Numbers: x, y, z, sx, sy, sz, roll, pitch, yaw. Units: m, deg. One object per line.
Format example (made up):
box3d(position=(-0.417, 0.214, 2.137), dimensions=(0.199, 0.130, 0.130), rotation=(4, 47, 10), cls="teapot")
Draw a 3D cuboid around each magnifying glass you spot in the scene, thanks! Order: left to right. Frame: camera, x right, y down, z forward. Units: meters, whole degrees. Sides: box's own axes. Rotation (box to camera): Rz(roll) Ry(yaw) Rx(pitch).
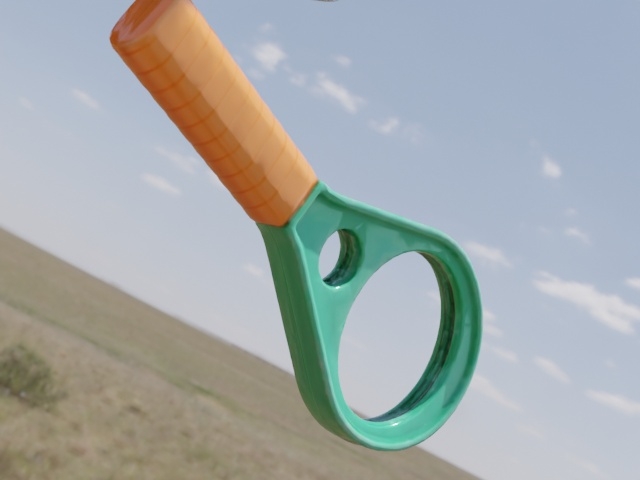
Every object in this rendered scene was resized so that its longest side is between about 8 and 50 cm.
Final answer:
box3d(position=(0.000, 0.000, 0.426), dimensions=(0.026, 0.092, 0.231), rotation=(16, -27, 45), cls="magnifying glass")
